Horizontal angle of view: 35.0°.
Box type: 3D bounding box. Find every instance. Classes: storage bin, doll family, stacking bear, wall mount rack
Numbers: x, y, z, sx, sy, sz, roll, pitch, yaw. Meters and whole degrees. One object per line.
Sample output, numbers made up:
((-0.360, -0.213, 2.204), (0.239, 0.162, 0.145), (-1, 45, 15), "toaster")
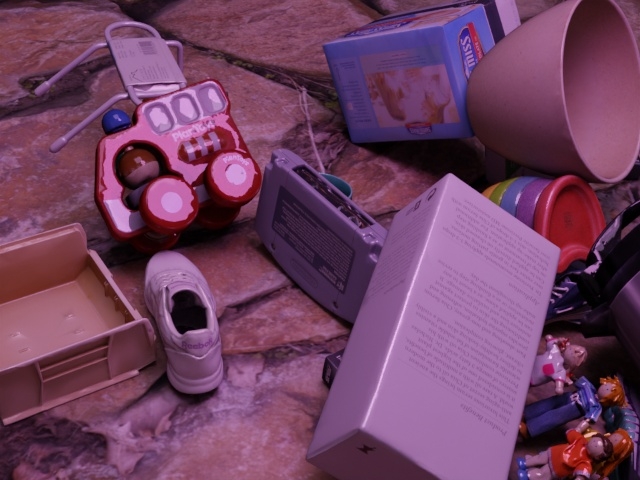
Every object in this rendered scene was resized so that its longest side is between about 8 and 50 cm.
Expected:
((-0.426, 0.120, 1.590), (0.260, 0.123, 0.262), (-19, 45, -28), "storage bin")
((0.374, 0.268, 1.502), (0.163, 0.118, 0.263), (-24, 40, 20), "doll family")
((0.337, -0.030, 1.811), (0.175, 0.164, 0.289), (-9, 5, -38), "stacking bear")
((-0.391, -0.294, 1.979), (0.304, 0.131, 0.350), (-7, 40, -20), "wall mount rack")

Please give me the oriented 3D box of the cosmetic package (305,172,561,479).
((0.174, 0.154, 1.461), (0.230, 0.161, 0.453), (33, 53, -13), "cosmetic package")

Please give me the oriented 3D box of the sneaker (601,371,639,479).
((0.489, 0.295, 1.542), (0.098, 0.083, 0.224), (16, 41, -4), "sneaker")

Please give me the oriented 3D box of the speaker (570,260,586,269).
((0.503, 0.039, 1.836), (0.136, 0.055, 0.055), (26, 43, 21), "speaker")

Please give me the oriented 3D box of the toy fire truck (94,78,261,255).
((-0.263, -0.132, 1.788), (0.302, 0.169, 0.254), (-24, 83, -25), "toy fire truck")

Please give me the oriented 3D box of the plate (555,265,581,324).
((0.461, 0.094, 1.825), (0.188, 0.024, 0.188), (3, 39, -3), "plate")

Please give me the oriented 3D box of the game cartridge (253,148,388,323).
((0.000, 0.000, 1.734), (0.062, 0.198, 0.297), (-24, 51, -34), "game cartridge")

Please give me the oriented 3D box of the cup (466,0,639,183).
((0.405, -0.259, 1.823), (0.237, 0.331, 0.331), (-2, 27, 41), "cup")

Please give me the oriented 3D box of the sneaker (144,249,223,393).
((-0.213, 0.096, 1.626), (0.114, 0.152, 0.305), (-10, 41, -16), "sneaker")

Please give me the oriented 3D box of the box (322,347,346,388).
((0.147, 0.216, 1.605), (0.231, 0.056, 0.183), (-22, 49, -30), "box")

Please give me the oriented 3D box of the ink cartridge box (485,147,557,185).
((0.438, -0.191, 2.028), (0.208, 0.153, 0.087), (-26, 49, -11), "ink cartridge box")

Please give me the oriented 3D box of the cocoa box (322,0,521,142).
((0.218, -0.342, 2.058), (0.228, 0.232, 0.347), (-31, 22, -36), "cocoa box")

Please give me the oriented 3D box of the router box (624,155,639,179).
((0.577, -0.186, 2.164), (0.178, 0.046, 0.133), (-1, 41, -8), "router box")

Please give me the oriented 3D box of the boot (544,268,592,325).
((0.388, 0.096, 1.727), (0.189, 0.086, 0.069), (-11, 43, -17), "boot")

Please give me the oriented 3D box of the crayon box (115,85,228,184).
((-0.294, -0.209, 2.041), (0.165, 0.081, 0.278), (8, 39, 3), "crayon box")

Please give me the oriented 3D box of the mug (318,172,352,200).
((-0.015, -0.049, 1.861), (0.129, 0.097, 0.158), (18, 31, 18), "mug")

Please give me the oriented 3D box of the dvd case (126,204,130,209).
((-0.327, -0.039, 1.884), (0.119, 0.013, 0.087), (-7, 41, -18), "dvd case")

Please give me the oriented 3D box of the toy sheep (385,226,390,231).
((0.151, 0.011, 1.836), (0.132, 0.091, 0.091), (5, 35, -32), "toy sheep")

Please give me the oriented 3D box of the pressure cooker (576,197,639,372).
((0.618, 0.089, 1.531), (0.369, 0.375, 0.420), (-5, 55, -36), "pressure cooker")
